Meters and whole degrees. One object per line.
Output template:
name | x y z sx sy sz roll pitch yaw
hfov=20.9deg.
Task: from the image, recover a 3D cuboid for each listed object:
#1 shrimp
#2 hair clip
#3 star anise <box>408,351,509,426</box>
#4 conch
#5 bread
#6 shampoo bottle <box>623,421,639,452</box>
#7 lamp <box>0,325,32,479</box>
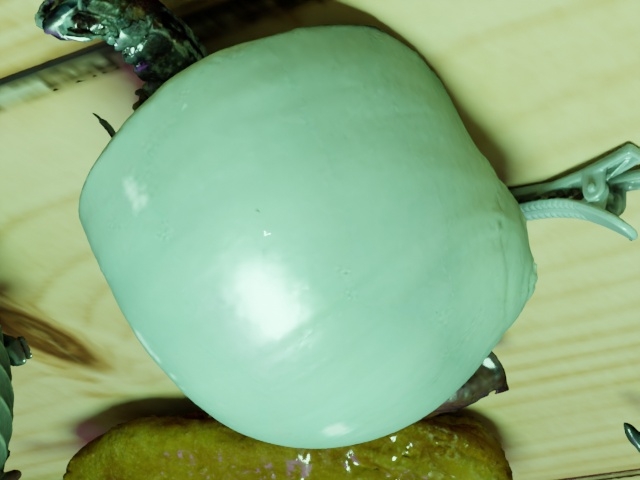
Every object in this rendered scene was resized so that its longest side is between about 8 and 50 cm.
shrimp | -0.066 -0.046 0.770 0.076 0.082 0.174 3 143 21
hair clip | 0.105 -0.011 0.822 0.115 0.039 0.030 -15 136 41
star anise | 0.026 0.063 0.955 0.168 0.057 0.168 6 150 4
conch | 0.005 0.002 0.753 0.121 0.185 0.221 22 -179 45
bread | -0.040 0.160 1.111 0.344 0.084 0.124 -3 104 22
shampoo bottle | 0.266 0.086 0.878 0.101 0.101 0.284 22 148 -21
lamp | -0.280 0.103 0.930 0.265 0.233 0.233 -35 131 28
